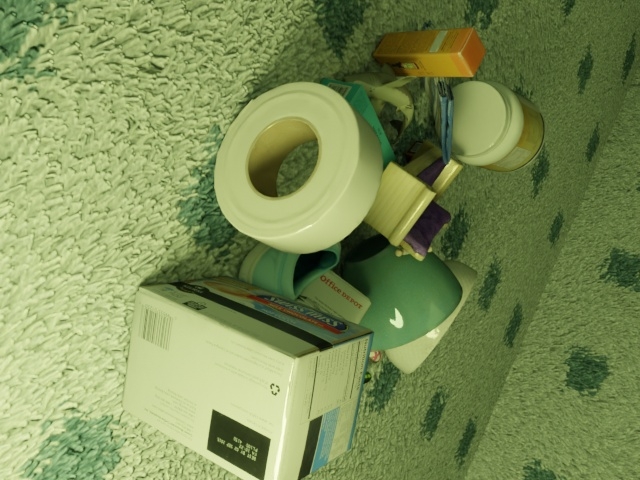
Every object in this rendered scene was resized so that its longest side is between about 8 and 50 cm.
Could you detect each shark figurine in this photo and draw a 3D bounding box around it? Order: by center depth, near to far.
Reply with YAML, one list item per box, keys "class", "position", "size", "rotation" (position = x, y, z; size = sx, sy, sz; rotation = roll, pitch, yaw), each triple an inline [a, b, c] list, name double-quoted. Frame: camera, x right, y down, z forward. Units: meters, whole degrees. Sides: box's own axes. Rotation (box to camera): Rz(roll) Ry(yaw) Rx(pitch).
- class: "shark figurine"
  position: [0.157, -0.325, 1.507]
  size: [0.278, 0.166, 0.116]
  rotation: [31, 45, -53]

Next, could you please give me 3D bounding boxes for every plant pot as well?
- class: "plant pot"
  position: [0.163, 0.095, 1.625]
  size: [0.290, 0.290, 0.195]
  rotation: [-43, 111, -37]

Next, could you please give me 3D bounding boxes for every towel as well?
- class: "towel"
  position: [0.270, -0.346, 1.596]
  size: [0.209, 0.034, 0.284]
  rotation: [78, 6, -52]

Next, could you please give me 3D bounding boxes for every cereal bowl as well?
- class: "cereal bowl"
  position: [0.273, 0.187, 1.862]
  size: [0.338, 0.141, 0.339]
  rotation: [-56, 175, -7]

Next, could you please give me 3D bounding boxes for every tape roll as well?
- class: "tape roll"
  position: [-0.041, -0.125, 1.172]
  size: [0.100, 0.286, 0.286]
  rotation: [29, 81, -56]

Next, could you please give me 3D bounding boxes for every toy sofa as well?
- class: "toy sofa"
  position: [0.235, -0.104, 1.570]
  size: [0.150, 0.177, 0.362]
  rotation: [-57, 171, 25]

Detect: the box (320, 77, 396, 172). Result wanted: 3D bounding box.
- class: "box"
  position: [0.073, -0.235, 1.454]
  size: [0.060, 0.101, 0.244]
  rotation: [-59, 145, -17]

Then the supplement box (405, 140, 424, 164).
- class: "supplement box"
  position: [0.258, -0.211, 1.791]
  size: [0.055, 0.043, 0.083]
  rotation: [-52, 143, -30]

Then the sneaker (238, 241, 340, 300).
- class: "sneaker"
  position: [0.000, 0.000, 1.413]
  size: [0.366, 0.150, 0.135]
  rotation: [-51, 143, -29]

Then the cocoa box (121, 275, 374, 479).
- class: "cocoa box"
  position: [-0.124, 0.219, 1.154]
  size: [0.228, 0.347, 0.231]
  rotation: [-7, 110, -55]

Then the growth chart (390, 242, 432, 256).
- class: "growth chart"
  position: [0.161, -0.049, 1.583]
  size: [0.172, 0.237, 0.021]
  rotation: [1, 131, -48]

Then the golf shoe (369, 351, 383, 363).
- class: "golf shoe"
  position: [0.135, 0.267, 1.798]
  size: [0.086, 0.067, 0.186]
  rotation: [-41, 146, 3]

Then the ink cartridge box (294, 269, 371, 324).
- class: "ink cartridge box"
  position: [-0.012, 0.176, 1.468]
  size: [0.153, 0.087, 0.208]
  rotation: [38, 73, -14]

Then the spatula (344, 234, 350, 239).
- class: "spatula"
  position: [0.129, -0.073, 1.678]
  size: [0.296, 0.030, 0.084]
  rotation: [-24, 125, -50]

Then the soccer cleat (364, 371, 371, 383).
- class: "soccer cleat"
  position: [0.065, 0.372, 1.786]
  size: [0.179, 0.060, 0.072]
  rotation: [1, 114, -49]

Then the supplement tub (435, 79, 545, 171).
- class: "supplement tub"
  position: [0.467, -0.311, 1.880]
  size: [0.316, 0.228, 0.228]
  rotation: [1, 104, -56]

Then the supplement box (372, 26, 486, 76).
- class: "supplement box"
  position: [0.230, -0.402, 1.474]
  size: [0.078, 0.234, 0.080]
  rotation: [43, 67, -43]
